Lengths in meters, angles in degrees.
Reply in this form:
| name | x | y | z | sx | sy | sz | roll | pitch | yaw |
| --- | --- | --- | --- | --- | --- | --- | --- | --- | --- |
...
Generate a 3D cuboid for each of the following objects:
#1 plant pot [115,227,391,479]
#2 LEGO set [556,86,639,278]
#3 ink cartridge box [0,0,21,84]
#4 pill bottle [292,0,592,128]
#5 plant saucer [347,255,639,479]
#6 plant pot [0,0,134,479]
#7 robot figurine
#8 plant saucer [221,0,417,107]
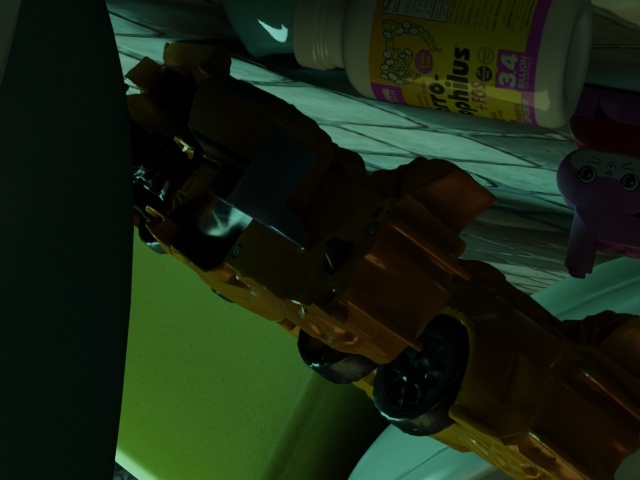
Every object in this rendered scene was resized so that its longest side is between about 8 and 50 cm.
| name | x | y | z | sx | sy | sz | roll | pitch | yaw |
| --- | --- | --- | --- | --- | --- | --- | --- | --- | --- |
| plant pot | -0.033 | 0.063 | 1.217 | 0.212 | 0.187 | 0.212 | 35 | -174 | 25 |
| LEGO set | 0.194 | 0.011 | 0.742 | 0.227 | 0.093 | 0.087 | 11 | 176 | 12 |
| ink cartridge box | -0.178 | -0.046 | 0.297 | 0.198 | 0.197 | 0.270 | 12 | 176 | 7 |
| pill bottle | 0.036 | -0.060 | 0.572 | 0.083 | 0.043 | 0.043 | 11 | 176 | 18 |
| plant saucer | 0.166 | 0.094 | 1.154 | 0.400 | 0.100 | 0.400 | -21 | 162 | -7 |
| plant pot | -0.187 | -0.009 | 0.573 | 0.293 | 0.235 | 0.293 | 12 | 175 | 1 |
| robot figurine | 0.000 | 0.000 | 0.761 | 0.211 | 0.085 | 0.291 | 38 | 177 | -32 |
| plant saucer | 0.020 | -0.066 | 0.691 | 0.119 | 0.021 | 0.119 | 12 | 175 | 1 |
